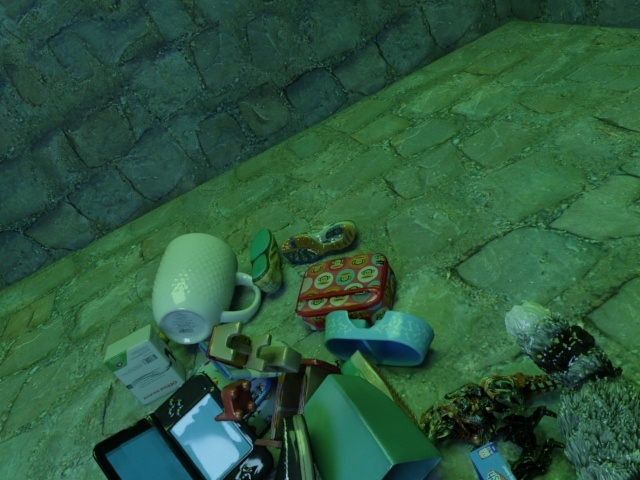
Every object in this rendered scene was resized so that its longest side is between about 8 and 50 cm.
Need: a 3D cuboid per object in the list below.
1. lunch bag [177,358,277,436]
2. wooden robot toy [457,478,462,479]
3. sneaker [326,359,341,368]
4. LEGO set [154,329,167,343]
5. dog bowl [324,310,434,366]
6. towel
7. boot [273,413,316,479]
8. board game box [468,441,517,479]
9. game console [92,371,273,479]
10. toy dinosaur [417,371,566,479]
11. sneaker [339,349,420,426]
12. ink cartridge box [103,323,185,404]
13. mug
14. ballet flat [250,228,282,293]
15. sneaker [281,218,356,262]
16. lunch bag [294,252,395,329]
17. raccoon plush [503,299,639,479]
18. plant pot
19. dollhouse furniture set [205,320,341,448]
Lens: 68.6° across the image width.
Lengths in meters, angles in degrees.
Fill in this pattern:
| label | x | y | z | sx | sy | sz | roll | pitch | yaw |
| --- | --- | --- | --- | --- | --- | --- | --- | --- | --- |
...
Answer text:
| label | x | y | z | sx | sy | sz | roll | pitch | yaw |
| --- | --- | --- | --- | --- | --- | --- | --- | --- | --- |
| lunch bag | -0.256 | 0.439 | 1.270 | 0.243 | 0.115 | 0.303 | -44 | 35 | -22 |
| wooden robot toy | 0.202 | 0.514 | 0.871 | 0.173 | 0.076 | 0.079 | -25 | 43 | 2 |
| sneaker | 0.034 | 0.355 | 1.247 | 0.069 | 0.038 | 0.098 | -19 | 33 | 13 |
| LEGO set | -0.541 | 0.333 | 1.651 | 0.093 | 0.087 | 0.227 | -2 | 40 | 34 |
| dog bowl | 0.140 | 0.256 | 1.205 | 0.297 | 0.166 | 0.074 | -5 | 47 | 30 |
| towel | -0.165 | 0.323 | 1.273 | 0.209 | 0.284 | 0.034 | 22 | 100 | 50 |
| boot | -0.149 | 0.512 | 0.837 | 0.283 | 0.378 | 0.138 | 1 | -11 | -2 |
| board game box | 0.316 | 0.450 | 0.743 | 0.047 | 0.210 | 0.160 | -27 | 31 | 0 |
| game console | -0.293 | 0.479 | 1.041 | 0.250 | 0.173 | 0.293 | -43 | 75 | -8 |
| toy dinosaur | 0.361 | 0.336 | 0.947 | 0.322 | 0.164 | 0.218 | -43 | 16 | 5 |
| sneaker | 0.128 | 0.393 | 1.079 | 0.121 | 0.108 | 0.302 | -46 | 37 | 3 |
| ink cartridge box | -0.540 | 0.388 | 1.457 | 0.153 | 0.209 | 0.087 | -27 | 29 | -2 |
| mug | -0.392 | 0.184 | 1.627 | 0.373 | 0.276 | 0.328 | 6 | 36 | -7 |
| ballet flat | -0.197 | 0.080 | 1.744 | 0.123 | 0.123 | 0.349 | -23 | 29 | 5 |
| sneaker | 0.000 | 0.000 | 1.751 | 0.296 | 0.112 | 0.131 | -14 | 16 | 17 |
| lunch bag | 0.073 | 0.171 | 1.422 | 0.292 | 0.120 | 0.258 | -12 | 38 | 25 |
| raccoon plush | 0.404 | 0.349 | 0.738 | 0.299 | 0.216 | 0.446 | -34 | 57 | -27 |
| plant pot | 0.081 | 0.391 | 0.936 | 0.166 | 0.165 | 0.234 | -56 | 45 | 16 |
| dollhouse furniture set | -0.121 | 0.332 | 1.017 | 0.152 | 0.374 | 0.202 | -11 | 57 | 36 |
